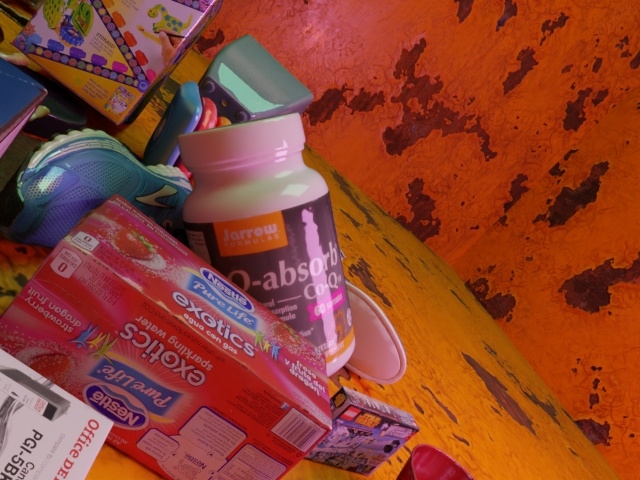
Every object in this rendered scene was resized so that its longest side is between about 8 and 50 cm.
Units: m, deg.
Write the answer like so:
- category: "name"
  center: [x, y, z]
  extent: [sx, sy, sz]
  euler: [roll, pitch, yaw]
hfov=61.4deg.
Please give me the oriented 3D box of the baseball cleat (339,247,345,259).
- category: "baseball cleat"
  center: [0.000, 0.000, 1.331]
  extent: [0.109, 0.072, 0.206]
  euler: [51, 11, -37]

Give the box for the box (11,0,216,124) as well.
- category: "box"
  center: [-0.310, -0.356, 0.898]
  extent: [0.177, 0.279, 0.290]
  euler: [39, 0, -19]

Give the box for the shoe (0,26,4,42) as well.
- category: "shoe"
  center: [-0.542, -0.343, 0.764]
  extent: [0.081, 0.063, 0.178]
  euler: [43, 7, 25]

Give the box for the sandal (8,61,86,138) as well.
- category: "sandal"
  center: [-0.463, -0.254, 0.621]
  extent: [0.167, 0.107, 0.445]
  euler: [50, 15, 27]

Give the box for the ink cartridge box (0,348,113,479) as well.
- category: "ink cartridge box"
  center: [-0.206, 0.118, 0.319]
  extent: [0.135, 0.056, 0.099]
  euler: [40, 13, -14]

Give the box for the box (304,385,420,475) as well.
- category: "box"
  center: [0.043, 0.228, 0.635]
  extent: [0.137, 0.094, 0.027]
  euler: [34, 17, -38]

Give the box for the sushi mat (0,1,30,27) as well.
- category: "sushi mat"
  center: [-0.564, -0.411, 0.822]
  extent: [0.316, 0.019, 0.151]
  euler: [35, -2, 32]

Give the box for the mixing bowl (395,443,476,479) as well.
- category: "mixing bowl"
  center: [0.129, 0.324, 0.577]
  extent: [0.181, 0.098, 0.181]
  euler: [41, 13, -12]

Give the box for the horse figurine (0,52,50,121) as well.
- category: "horse figurine"
  center: [-0.390, -0.180, 0.510]
  extent: [0.174, 0.066, 0.263]
  euler: [-41, 105, -40]

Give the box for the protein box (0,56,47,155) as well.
- category: "protein box"
  center: [-0.291, -0.044, 0.256]
  extent: [0.199, 0.201, 0.136]
  euler: [37, 14, -27]

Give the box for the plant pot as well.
- category: "plant pot"
  center: [-0.212, -0.340, 1.378]
  extent: [0.248, 0.247, 0.252]
  euler: [42, 30, -4]

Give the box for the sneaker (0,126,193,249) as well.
- category: "sneaker"
  center: [-0.208, -0.023, 0.610]
  extent: [0.147, 0.130, 0.330]
  euler: [44, 12, 13]

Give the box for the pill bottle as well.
- category: "pill bottle"
  center: [-0.060, 0.010, 0.598]
  extent: [0.162, 0.162, 0.279]
  euler: [-82, 161, -74]

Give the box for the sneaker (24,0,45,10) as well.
- category: "sneaker"
  center: [-0.558, -0.540, 1.175]
  extent: [0.210, 0.137, 0.366]
  euler: [35, 12, -23]

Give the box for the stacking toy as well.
- category: "stacking toy"
  center: [-0.146, -0.128, 0.958]
  extent: [0.301, 0.166, 0.175]
  euler: [26, 21, -29]

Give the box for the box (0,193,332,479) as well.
- category: "box"
  center: [-0.126, 0.098, 0.465]
  extent: [0.257, 0.128, 0.123]
  euler: [39, 13, -15]

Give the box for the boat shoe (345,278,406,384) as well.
- category: "boat shoe"
  center: [0.033, 0.111, 0.936]
  extent: [0.319, 0.116, 0.099]
  euler: [42, 16, 18]
